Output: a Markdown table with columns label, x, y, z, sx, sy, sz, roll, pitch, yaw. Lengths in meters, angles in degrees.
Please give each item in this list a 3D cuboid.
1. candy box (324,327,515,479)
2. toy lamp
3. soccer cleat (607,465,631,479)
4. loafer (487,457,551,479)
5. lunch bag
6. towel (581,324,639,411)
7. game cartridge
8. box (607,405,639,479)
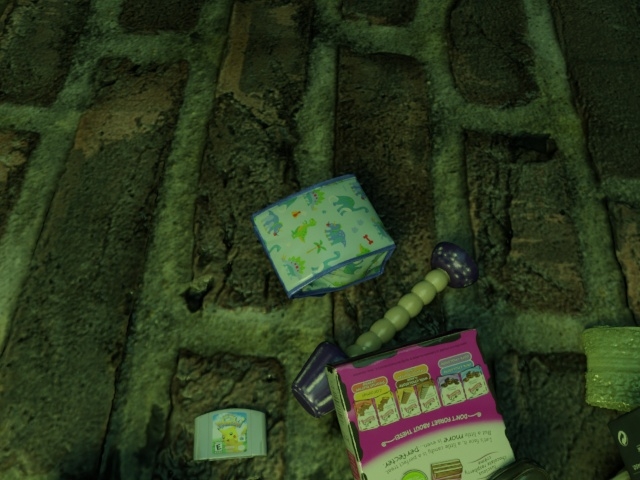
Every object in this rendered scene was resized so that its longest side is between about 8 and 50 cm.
| label | x | y | z | sx | sy | sz | roll | pitch | yaw |
| --- | --- | --- | --- | --- | --- | --- | --- | --- | --- |
| candy box | 0.112 | 0.224 | 0.577 | 0.159 | 0.071 | 0.233 | -13 | 82 | -10 |
| toy lamp | 0.080 | 0.107 | 0.683 | 0.275 | 0.080 | 0.080 | -38 | 68 | -24 |
| soccer cleat | 0.360 | 0.263 | 0.601 | 0.196 | 0.076 | 0.068 | -26 | 71 | -20 |
| loafer | 0.161 | 0.277 | 0.505 | 0.062 | 0.061 | 0.170 | 40 | 77 | -1 |
| lunch bag | 0.000 | 0.000 | 0.728 | 0.151 | 0.096 | 0.128 | -18 | 62 | -23 |
| towel | 0.398 | 0.156 | 0.668 | 0.148 | 0.027 | 0.110 | -2 | 59 | 23 |
| game cartridge | -0.104 | 0.223 | 0.641 | 0.083 | 0.017 | 0.056 | -3 | 57 | -5 |
| box | 0.466 | 0.259 | 0.461 | 0.297 | 0.182 | 0.293 | -1 | 55 | -12 |
